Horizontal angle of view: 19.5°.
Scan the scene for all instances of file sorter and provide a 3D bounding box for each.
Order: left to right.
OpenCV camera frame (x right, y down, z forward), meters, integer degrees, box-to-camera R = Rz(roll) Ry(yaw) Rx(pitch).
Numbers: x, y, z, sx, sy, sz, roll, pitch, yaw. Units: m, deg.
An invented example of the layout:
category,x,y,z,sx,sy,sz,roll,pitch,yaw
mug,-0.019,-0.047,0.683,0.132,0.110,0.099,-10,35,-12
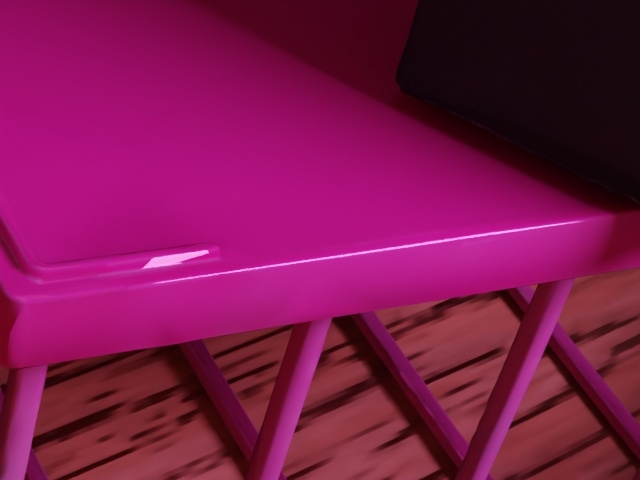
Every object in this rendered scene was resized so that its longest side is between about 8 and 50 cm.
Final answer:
category,x,y,z,sx,sy,sz,roll,pitch,yaw
file sorter,0.000,0.000,0.528,0.291,0.182,0.202,-8,43,-30

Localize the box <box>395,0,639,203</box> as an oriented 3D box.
category,x,y,z,sx,sy,sz,roll,pitch,yaw
box,0.127,-0.154,0.404,0.103,0.261,0.184,29,38,16
